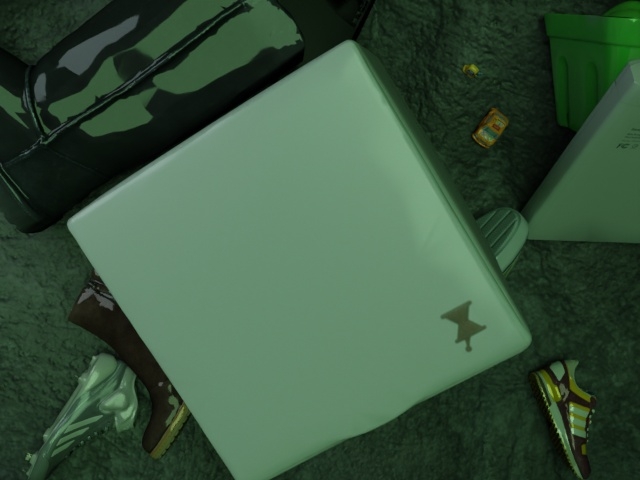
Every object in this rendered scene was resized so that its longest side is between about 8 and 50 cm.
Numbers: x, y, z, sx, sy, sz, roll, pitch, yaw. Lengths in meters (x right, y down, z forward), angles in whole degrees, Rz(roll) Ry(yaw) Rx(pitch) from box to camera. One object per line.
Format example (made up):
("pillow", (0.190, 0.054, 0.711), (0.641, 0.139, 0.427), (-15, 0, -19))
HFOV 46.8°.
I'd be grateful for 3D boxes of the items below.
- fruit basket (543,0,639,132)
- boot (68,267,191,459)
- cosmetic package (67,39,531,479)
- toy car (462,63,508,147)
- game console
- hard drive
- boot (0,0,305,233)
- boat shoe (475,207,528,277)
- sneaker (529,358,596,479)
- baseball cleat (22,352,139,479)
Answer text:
("fruit basket", (0.524, -0.310, 0.999), (0.392, 0.283, 0.392), (-2, 109, -6))
("boot", (-0.251, 0.152, 1.022), (0.207, 0.090, 0.248), (23, 74, -2))
("cosmetic package", (0.000, 0.000, 0.862), (0.329, 0.393, 0.327), (-30, 97, 12))
("toy car", (0.234, -0.198, 1.093), (0.060, 0.040, 0.122), (-36, 97, -4))
("game console", (-0.110, -0.364, 1.040), (0.361, 0.044, 0.213), (27, 90, -7))
("hard drive", (0.435, -0.099, 0.982), (0.233, 0.353, 0.047), (2, 61, -7))
("boot", (-0.290, -0.270, 0.942), (0.445, 0.146, 0.367), (-32, 109, 7))
("boat shoe", (0.200, 0.085, 1.088), (0.302, 0.109, 0.094), (-48, 122, 1))
("sneaker", (0.390, 0.272, 1.126), (0.084, 0.069, 0.185), (-23, 97, 0))
("baseball cleat", (-0.324, 0.263, 1.035), (0.109, 0.072, 0.206), (30, 90, -8))
